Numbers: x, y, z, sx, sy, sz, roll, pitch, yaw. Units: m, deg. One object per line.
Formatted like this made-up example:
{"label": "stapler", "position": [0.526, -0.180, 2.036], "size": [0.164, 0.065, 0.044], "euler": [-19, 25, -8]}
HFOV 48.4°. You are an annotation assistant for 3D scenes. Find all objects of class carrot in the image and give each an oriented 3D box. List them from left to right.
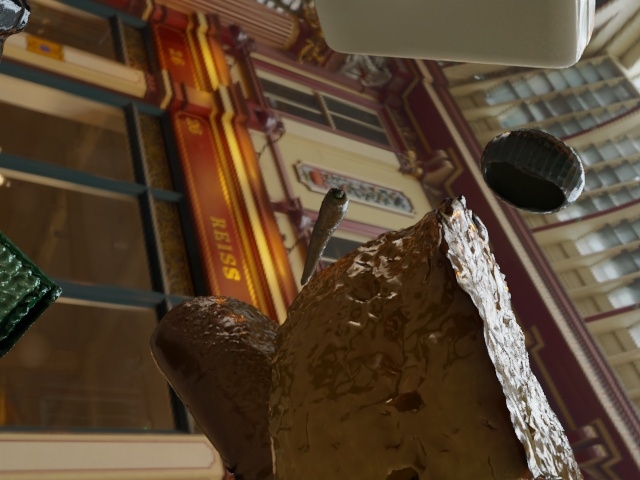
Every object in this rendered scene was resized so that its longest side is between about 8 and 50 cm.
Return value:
{"label": "carrot", "position": [0.000, 0.000, 1.314], "size": [0.255, 0.049, 0.049], "euler": [113, -33, -42]}

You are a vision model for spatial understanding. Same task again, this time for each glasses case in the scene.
{"label": "glasses case", "position": [0.140, -0.274, 0.799], "size": [0.312, 0.131, 0.070], "euler": [12, -126, 29]}

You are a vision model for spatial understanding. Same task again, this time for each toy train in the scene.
{"label": "toy train", "position": [-0.403, 0.012, 0.736], "size": [0.154, 0.269, 0.115], "euler": [10, -127, 51]}

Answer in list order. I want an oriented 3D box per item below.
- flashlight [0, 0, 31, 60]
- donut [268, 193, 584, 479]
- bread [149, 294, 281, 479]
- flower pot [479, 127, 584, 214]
{"label": "flashlight", "position": [-0.186, -0.250, 0.423], "size": [0.424, 0.103, 0.103], "euler": [-61, -143, 9]}
{"label": "donut", "position": [0.110, 0.187, 0.533], "size": [0.163, 0.435, 0.378], "euler": [-22, -165, 16]}
{"label": "bread", "position": [-0.019, 0.212, 0.782], "size": [0.148, 0.328, 0.337], "euler": [-40, -133, -12]}
{"label": "flower pot", "position": [0.497, -0.164, 1.672], "size": [0.243, 0.157, 0.189], "euler": [31, -41, 20]}
